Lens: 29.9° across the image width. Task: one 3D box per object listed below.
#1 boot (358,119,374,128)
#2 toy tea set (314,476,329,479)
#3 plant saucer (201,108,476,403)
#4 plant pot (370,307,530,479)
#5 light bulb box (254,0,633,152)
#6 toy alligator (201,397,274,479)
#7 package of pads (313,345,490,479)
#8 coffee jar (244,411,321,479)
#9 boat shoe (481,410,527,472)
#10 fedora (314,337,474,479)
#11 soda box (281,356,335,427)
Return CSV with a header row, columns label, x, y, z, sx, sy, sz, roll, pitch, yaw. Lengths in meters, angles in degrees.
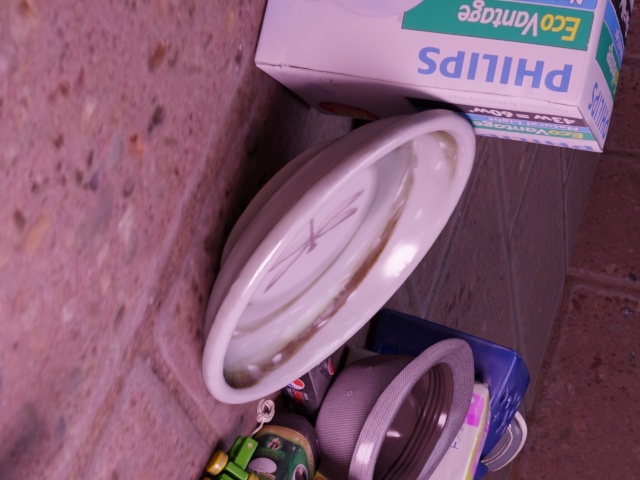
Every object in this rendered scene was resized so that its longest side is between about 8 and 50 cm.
label,x,y,z,sx,sy,sz,roll,pitch,yaw
boot,0.049,-0.082,1.593,0.280,0.096,0.264,-59,162,-27
toy tea set,-0.010,0.436,1.490,0.200,0.124,0.336,-58,173,-38
plant saucer,0.000,0.000,1.300,0.400,0.100,0.400,-41,160,-19
plant pot,0.186,0.259,1.922,0.212,0.236,0.236,-68,160,-10
light bulb box,0.158,-0.312,1.303,0.225,0.357,0.361,21,79,-69
toy alligator,-0.104,0.264,1.376,0.051,0.056,0.190,-36,-159,47
package of pads,0.110,0.323,1.725,0.101,0.229,0.297,73,34,-63
coffee jar,-0.065,0.298,1.452,0.184,0.079,0.096,-56,145,-46
boat shoe,0.232,0.380,2.096,0.099,0.116,0.319,-27,173,-45
fedora,0.082,0.235,1.586,0.275,0.124,0.244,-49,146,-31
soda box,-0.018,0.175,1.551,0.169,0.053,0.060,77,31,-51
